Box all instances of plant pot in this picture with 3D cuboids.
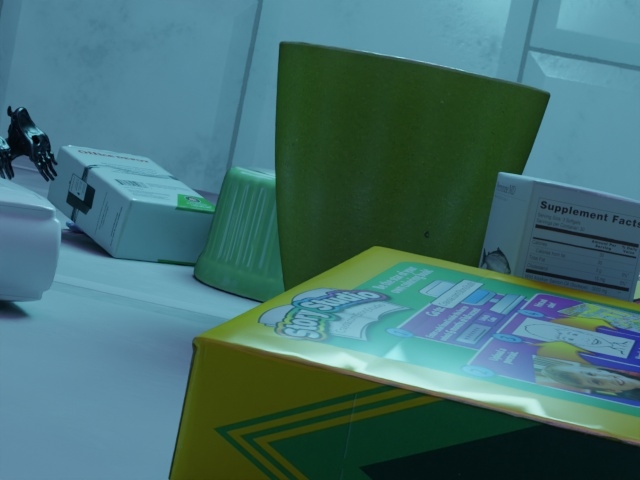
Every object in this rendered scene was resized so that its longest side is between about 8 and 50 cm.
[{"bbox_3d":[0.067,-0.030,1.394,0.275,0.293,0.275,10,5,-1],"label":"plant pot"}]

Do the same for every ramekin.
[{"bbox_3d":[0.000,0.000,1.766,0.303,0.148,0.303,11,5,-1],"label":"ramekin"}]

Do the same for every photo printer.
[{"bbox_3d":[-0.423,-0.021,1.269,0.308,0.107,0.256,8,6,-31],"label":"photo printer"}]

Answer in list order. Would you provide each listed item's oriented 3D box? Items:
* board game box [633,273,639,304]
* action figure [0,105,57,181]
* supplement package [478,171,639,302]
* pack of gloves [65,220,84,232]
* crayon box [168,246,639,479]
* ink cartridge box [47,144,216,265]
[{"bbox_3d":[0.286,0.079,1.404,0.165,0.042,0.243,11,38,4],"label":"board game box"},{"bbox_3d":[-0.440,-0.058,1.547,0.276,0.141,0.164,-16,0,27],"label":"action figure"},{"bbox_3d":[0.188,0.043,1.131,0.105,0.179,0.105,11,4,-9],"label":"supplement package"},{"bbox_3d":[-0.249,-0.018,2.041,0.195,0.046,0.232,12,5,20],"label":"pack of gloves"},{"bbox_3d":[0.122,0.106,0.883,0.313,0.106,0.363,12,11,17],"label":"crayon box"},{"bbox_3d":[-0.256,-0.049,1.886,0.153,0.086,0.208,7,19,-40],"label":"ink cartridge box"}]
